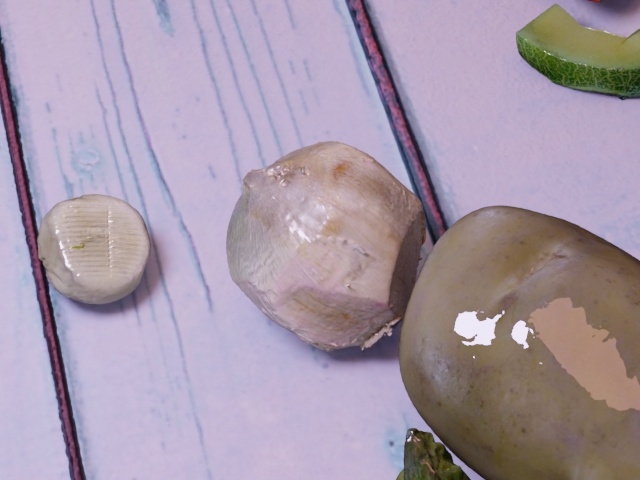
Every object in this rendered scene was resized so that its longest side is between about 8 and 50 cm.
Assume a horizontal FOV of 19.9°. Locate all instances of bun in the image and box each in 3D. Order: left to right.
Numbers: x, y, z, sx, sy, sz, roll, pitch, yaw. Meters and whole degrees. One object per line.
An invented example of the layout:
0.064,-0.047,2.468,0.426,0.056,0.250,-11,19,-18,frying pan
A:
-0.220,0.012,1.768,0.115,0.069,0.115,8,63,-15,bun

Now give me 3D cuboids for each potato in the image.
0.222,0.118,1.585,0.326,0.221,0.243,34,30,17,potato

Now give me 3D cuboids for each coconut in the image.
0.001,-0.003,1.702,0.194,0.194,0.194,0,53,0,coconut

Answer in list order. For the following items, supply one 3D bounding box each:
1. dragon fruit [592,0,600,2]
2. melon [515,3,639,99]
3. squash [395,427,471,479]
0.283,-0.341,2.010,0.122,0.092,0.192,-15,32,-30,dragon fruit
0.314,-0.204,1.937,0.209,0.064,0.118,11,54,11,melon
0.099,0.218,1.567,0.105,0.132,0.105,-1,51,1,squash
